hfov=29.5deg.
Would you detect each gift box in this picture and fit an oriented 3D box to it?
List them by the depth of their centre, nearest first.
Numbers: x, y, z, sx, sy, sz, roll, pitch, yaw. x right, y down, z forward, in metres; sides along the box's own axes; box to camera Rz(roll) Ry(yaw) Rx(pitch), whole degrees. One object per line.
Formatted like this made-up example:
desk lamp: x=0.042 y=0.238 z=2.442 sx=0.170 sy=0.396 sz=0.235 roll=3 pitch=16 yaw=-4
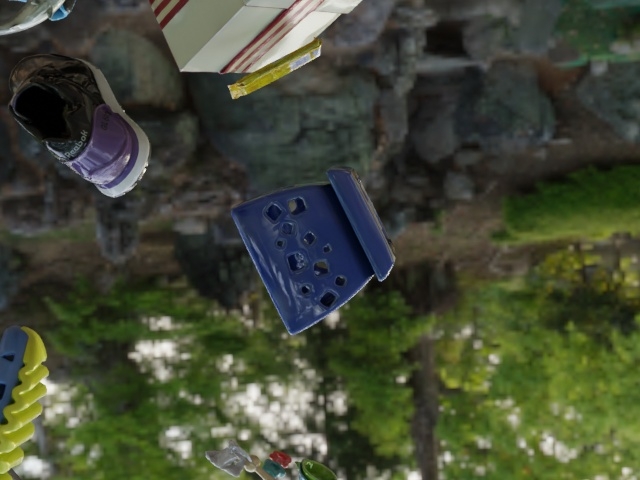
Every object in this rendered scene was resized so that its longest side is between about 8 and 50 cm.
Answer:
gift box: x=-0.119 y=-0.431 z=1.850 sx=0.255 sy=0.276 sz=0.258 roll=-14 pitch=164 yaw=-49

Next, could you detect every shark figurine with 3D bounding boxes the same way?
shark figurine: x=-0.444 y=-0.393 z=1.890 sx=0.166 sy=0.278 sz=0.116 roll=41 pitch=-173 yaw=-34

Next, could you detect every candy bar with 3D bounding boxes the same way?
candy bar: x=-0.065 y=-0.258 z=1.819 sx=0.161 sy=0.018 sz=0.040 roll=-30 pitch=155 yaw=-9

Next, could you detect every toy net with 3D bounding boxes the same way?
toy net: x=-0.087 y=0.372 z=2.060 sx=0.232 sy=0.045 sz=0.122 roll=22 pitch=-162 yaw=-24

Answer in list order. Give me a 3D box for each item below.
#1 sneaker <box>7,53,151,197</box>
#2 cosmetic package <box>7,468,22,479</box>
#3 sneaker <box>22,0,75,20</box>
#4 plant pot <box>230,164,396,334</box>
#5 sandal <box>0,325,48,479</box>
sneaker: x=-0.306 y=-0.164 z=1.392 sx=0.124 sy=0.107 sz=0.283 roll=31 pitch=-174 yaw=-46
cosmetic package: x=-0.604 y=0.558 z=2.407 sx=0.127 sy=0.107 sz=0.238 roll=-41 pitch=-143 yaw=-20
sneaker: x=-0.592 y=-0.535 z=2.257 sx=0.341 sy=0.140 sz=0.125 roll=24 pitch=140 yaw=-35
plant pot: x=0.000 y=0.000 z=2.056 sx=0.212 sy=0.236 sz=0.236 roll=-27 pitch=-177 yaw=5
sandal: x=-0.411 y=0.241 z=1.382 sx=0.138 sy=0.317 sz=0.126 roll=21 pitch=168 yaw=2
